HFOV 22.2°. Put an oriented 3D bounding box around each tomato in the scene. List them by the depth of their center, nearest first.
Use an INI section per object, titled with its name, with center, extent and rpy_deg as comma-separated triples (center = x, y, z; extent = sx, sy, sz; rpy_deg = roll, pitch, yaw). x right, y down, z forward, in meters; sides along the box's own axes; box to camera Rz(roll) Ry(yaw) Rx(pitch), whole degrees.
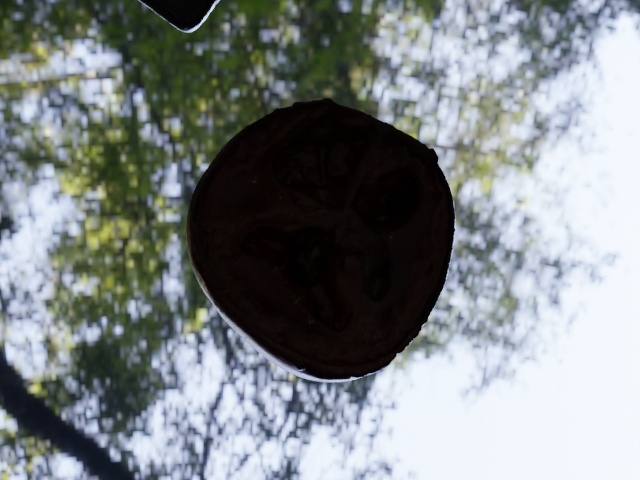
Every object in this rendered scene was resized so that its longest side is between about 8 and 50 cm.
[tomato]
center = 0.000, 0.002, 1.336
extent = 0.228, 0.101, 0.228
rpy_deg = 1, -96, -13

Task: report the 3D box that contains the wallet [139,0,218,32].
[wallet]
center = -0.164, -0.332, 1.581
extent = 0.229, 0.049, 0.182
rpy_deg = 36, -93, 0
